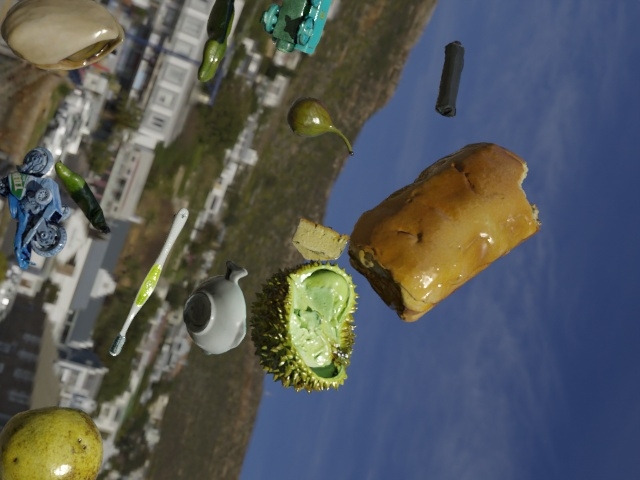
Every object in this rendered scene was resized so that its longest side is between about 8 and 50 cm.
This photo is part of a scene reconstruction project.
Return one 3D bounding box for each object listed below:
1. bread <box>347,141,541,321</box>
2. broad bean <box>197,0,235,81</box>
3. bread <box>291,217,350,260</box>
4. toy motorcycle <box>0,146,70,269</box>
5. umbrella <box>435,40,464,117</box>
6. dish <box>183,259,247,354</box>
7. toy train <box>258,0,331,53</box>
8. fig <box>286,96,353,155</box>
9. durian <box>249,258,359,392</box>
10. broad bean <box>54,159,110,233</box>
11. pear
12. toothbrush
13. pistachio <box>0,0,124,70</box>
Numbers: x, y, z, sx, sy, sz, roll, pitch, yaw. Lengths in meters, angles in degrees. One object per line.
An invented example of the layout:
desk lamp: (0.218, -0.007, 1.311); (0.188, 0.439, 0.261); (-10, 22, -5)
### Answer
bread: (0.208, -0.026, 1.427); (0.344, 0.195, 0.149); (-35, 165, -25)
broad bean: (-0.207, -0.422, 1.796); (0.070, 0.048, 0.214); (-2, -111, 60)
bread: (0.000, 0.000, 2.062); (0.109, 0.080, 0.084); (-1, -131, 36)
toy motorcycle: (-0.595, -0.068, 1.815); (0.092, 0.135, 0.254); (60, 13, -68)
umbrella: (0.205, -0.252, 1.391); (0.031, 0.036, 0.133); (1, -113, 28)
dish: (-0.273, 0.167, 2.201); (0.224, 0.078, 0.246); (28, -80, 41)
toy train: (-0.043, -0.507, 1.932); (0.203, 0.112, 0.163); (-69, 168, 13)
fig: (0.009, -0.332, 2.625); (0.124, 0.236, 0.124); (-56, 177, -5)
durian: (-0.028, 0.161, 1.593); (0.176, 0.200, 0.237); (132, -39, -59)
broad bean: (-0.528, -0.092, 1.989); (0.046, 0.195, 0.061); (-35, 179, -24)
pear: (-0.509, 0.413, 1.671); (0.197, 0.197, 0.197); (-161, -90, -73)
toothbrush: (-0.274, 0.064, 1.425); (0.026, 0.022, 0.263); (-8, -125, 62)
pistachio: (-0.512, -0.414, 1.763); (0.138, 0.238, 0.153); (-113, -151, -86)
